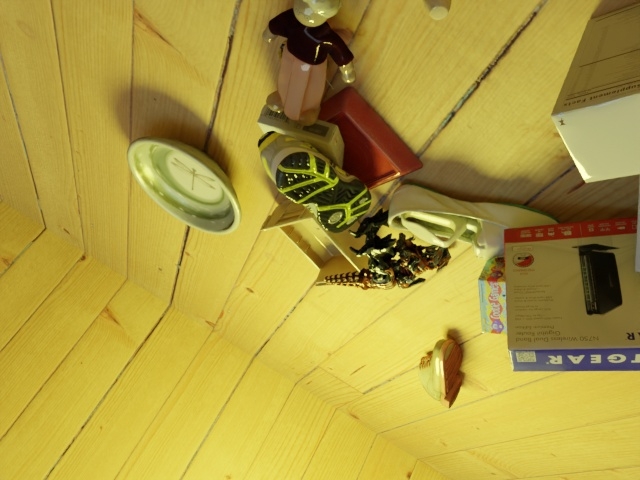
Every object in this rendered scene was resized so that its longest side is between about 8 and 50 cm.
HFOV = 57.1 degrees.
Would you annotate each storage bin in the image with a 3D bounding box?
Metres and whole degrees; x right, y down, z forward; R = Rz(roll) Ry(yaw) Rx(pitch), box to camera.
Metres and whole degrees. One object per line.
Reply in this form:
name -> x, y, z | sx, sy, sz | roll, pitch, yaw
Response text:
storage bin -> 0.000, 0.000, 1.697 | 0.260, 0.123, 0.262 | -11, 130, 49

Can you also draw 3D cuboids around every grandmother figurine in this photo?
grandmother figurine -> -0.024, -0.366, 1.142 | 0.207, 0.104, 0.342 | 20, 151, 3

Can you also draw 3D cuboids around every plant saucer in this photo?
plant saucer -> -0.397, -0.184, 1.802 | 0.400, 0.100, 0.400 | 23, 148, 15
plant saucer -> 0.069, -0.212, 1.399 | 0.258, 0.048, 0.259 | 43, 148, -20

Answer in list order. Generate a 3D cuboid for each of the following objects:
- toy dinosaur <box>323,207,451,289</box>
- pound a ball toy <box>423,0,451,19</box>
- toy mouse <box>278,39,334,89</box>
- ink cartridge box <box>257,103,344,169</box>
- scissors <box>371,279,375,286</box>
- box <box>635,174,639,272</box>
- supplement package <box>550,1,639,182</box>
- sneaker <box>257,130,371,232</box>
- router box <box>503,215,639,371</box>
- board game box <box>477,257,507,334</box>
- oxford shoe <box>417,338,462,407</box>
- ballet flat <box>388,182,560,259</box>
toy dinosaur -> 0.172, 0.061, 1.533 | 0.164, 0.322, 0.218 | 50, 168, 55
pound a ball toy -> 0.100, -0.505, 0.892 | 0.208, 0.136, 0.319 | -2, 143, 5
toy mouse -> -0.024, -0.372, 1.260 | 0.143, 0.031, 0.161 | 32, 150, 0
ink cartridge box -> -0.031, -0.220, 1.402 | 0.189, 0.066, 0.232 | 19, 169, 19
scissors -> 0.164, 0.063, 1.744 | 0.109, 0.021, 0.297 | 31, 151, 4
box -> 0.664, -0.063, 0.951 | 0.262, 0.127, 0.231 | 6, 126, 31
supplement package -> 0.449, -0.221, 0.849 | 0.139, 0.244, 0.134 | -7, 133, 48
sneaker -> -0.003, -0.139, 1.348 | 0.147, 0.145, 0.384 | 53, -173, 32
router box -> 0.527, 0.096, 1.112 | 0.335, 0.301, 0.082 | -6, 136, 21
board game box -> 0.504, 0.120, 1.295 | 0.275, 0.144, 0.142 | 1, 116, 27
oxford shoe -> 0.390, 0.443, 1.994 | 0.146, 0.140, 0.397 | 23, 147, 28
ballet flat -> 0.338, -0.025, 1.352 | 0.400, 0.139, 0.139 | 17, 147, 23
